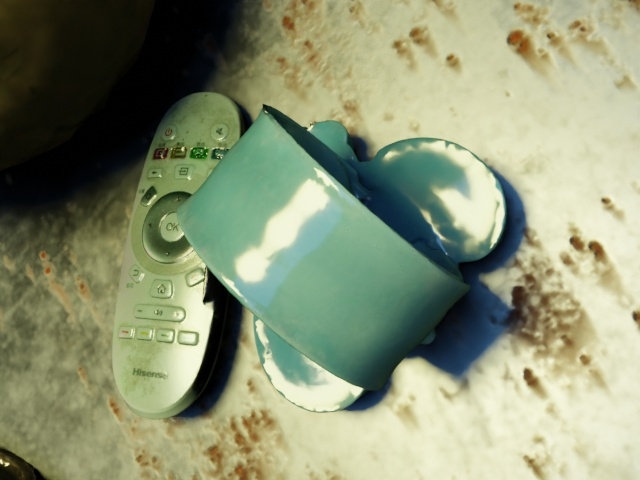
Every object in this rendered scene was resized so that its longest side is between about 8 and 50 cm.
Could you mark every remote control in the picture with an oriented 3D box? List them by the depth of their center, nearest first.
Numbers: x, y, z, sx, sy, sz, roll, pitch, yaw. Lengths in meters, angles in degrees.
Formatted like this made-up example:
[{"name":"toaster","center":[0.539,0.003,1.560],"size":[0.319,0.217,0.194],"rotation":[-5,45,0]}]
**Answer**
[{"name":"remote control","center":[-0.104,0.009,0.734],"size":[0.097,0.045,0.256],"rotation":[5,80,24]}]

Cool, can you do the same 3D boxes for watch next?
[{"name":"watch","center":[0.000,0.000,0.604],"size":[0.211,0.193,0.211],"rotation":[-4,79,22]}]

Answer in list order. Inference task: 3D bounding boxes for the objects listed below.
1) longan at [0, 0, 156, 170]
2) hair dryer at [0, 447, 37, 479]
[{"name":"longan","center":[-0.310,-0.216,0.694],"size":[0.391,0.391,0.391],"rotation":[-4,79,24]},{"name":"hair dryer","center":[-0.208,0.268,0.721],"size":[0.278,0.090,0.135],"rotation":[22,90,20]}]
